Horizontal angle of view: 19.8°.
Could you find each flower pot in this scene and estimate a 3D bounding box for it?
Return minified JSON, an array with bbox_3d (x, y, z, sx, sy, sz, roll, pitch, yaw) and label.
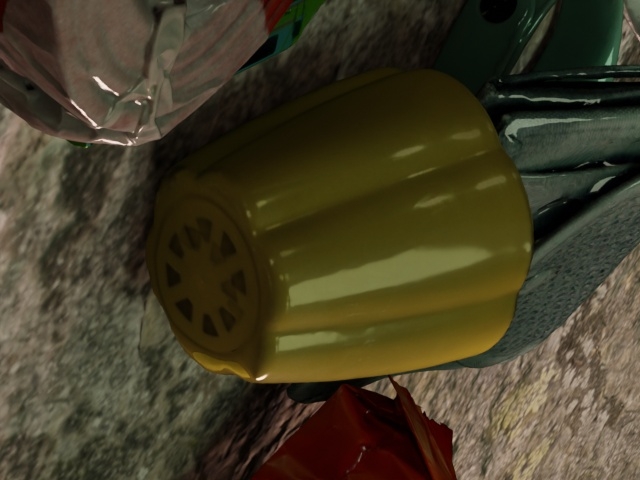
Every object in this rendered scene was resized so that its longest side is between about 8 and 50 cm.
[{"bbox_3d":[0.000,0.000,1.116,0.179,0.195,0.195,-16,134,-36],"label":"flower pot"}]

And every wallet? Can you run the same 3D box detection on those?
[{"bbox_3d":[0.137,0.008,1.288,0.237,0.075,0.342,-6,148,-34],"label":"wallet"}]

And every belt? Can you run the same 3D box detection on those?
[{"bbox_3d":[-0.071,-0.197,0.828,0.227,0.115,0.324,-20,137,-50],"label":"belt"}]

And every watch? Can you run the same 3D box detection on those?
[{"bbox_3d":[0.143,-0.104,1.352,0.237,0.068,0.195,-58,153,2],"label":"watch"}]

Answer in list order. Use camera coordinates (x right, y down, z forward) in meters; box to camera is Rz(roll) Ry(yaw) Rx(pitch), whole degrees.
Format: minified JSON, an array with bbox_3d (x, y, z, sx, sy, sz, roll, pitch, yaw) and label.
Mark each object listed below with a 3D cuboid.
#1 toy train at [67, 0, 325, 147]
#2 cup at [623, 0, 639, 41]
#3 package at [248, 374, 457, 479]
[{"bbox_3d":[-0.067,-0.107,1.013,0.209,0.044,0.042,-31,144,-41],"label":"toy train"},{"bbox_3d":[0.350,-0.238,1.459,0.150,0.199,0.199,-56,161,-44],"label":"cup"},{"bbox_3d":[-0.052,0.285,1.357,0.423,0.123,0.196,-44,156,-4],"label":"package"}]
